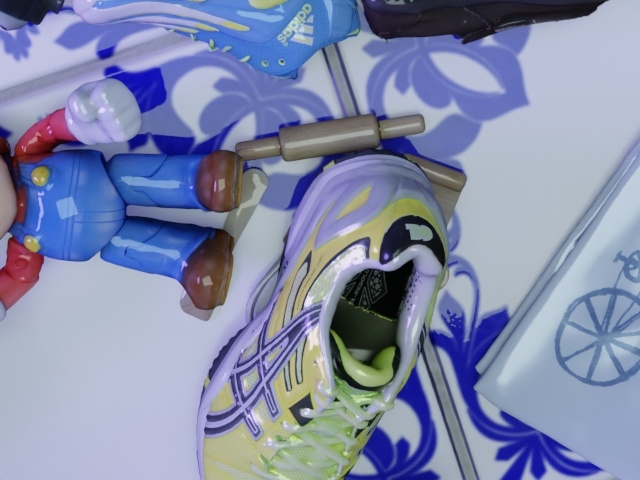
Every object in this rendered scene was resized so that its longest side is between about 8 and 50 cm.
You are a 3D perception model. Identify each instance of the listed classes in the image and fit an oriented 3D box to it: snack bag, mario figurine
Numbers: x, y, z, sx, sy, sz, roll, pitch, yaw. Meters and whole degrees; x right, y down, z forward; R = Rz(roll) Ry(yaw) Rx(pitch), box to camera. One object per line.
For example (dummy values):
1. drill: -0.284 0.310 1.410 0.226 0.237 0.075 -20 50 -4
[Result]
1. snack bag: 0.359 0.085 1.285 0.342 0.037 0.323 32 100 -6
2. mario figurine: -0.226 -0.017 1.178 0.320 0.170 0.198 5 70 -5

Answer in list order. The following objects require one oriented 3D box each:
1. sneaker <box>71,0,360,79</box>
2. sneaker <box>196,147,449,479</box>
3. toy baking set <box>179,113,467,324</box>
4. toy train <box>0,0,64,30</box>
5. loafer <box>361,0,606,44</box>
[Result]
1. sneaker: -0.076 -0.181 1.200 0.240 0.091 0.126 -13 104 3
2. sneaker: -0.007 0.116 1.212 0.145 0.147 0.385 12 111 -15
3. toy baking set: 0.001 -0.007 1.265 0.256 0.030 0.197 -5 101 0
4. toy train: -0.225 -0.327 1.150 0.190 0.142 0.334 30 100 -15
5. loafer: 0.134 -0.206 1.213 0.220 0.078 0.080 -3 63 -9
